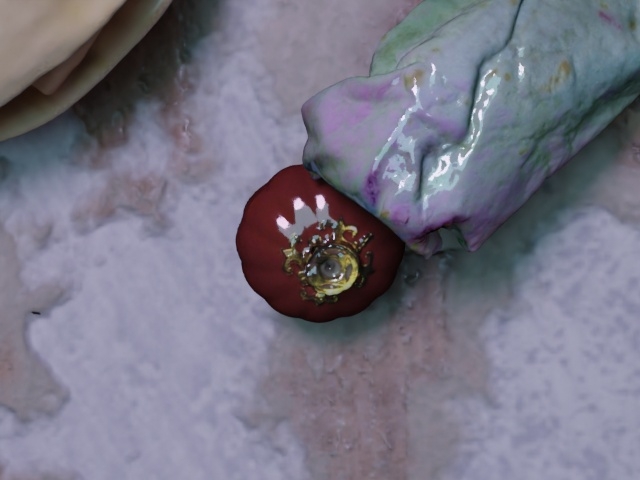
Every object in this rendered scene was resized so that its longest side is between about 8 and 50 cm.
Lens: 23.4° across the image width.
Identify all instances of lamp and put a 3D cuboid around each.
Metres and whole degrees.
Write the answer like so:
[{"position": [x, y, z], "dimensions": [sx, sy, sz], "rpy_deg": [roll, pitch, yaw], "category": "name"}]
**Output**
[{"position": [0.000, 0.000, 0.916], "dimensions": [0.101, 0.090, 0.101], "rpy_deg": [-4, 113, -9], "category": "lamp"}]

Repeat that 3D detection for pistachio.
[{"position": [-0.197, -0.183, 0.913], "dimensions": [0.214, 0.193, 0.318], "rpy_deg": [44, 104, 14], "category": "pistachio"}]

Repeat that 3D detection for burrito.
[{"position": [0.102, -0.095, 0.865], "dimensions": [0.144, 0.089, 0.229], "rpy_deg": [43, 78, 8], "category": "burrito"}]
